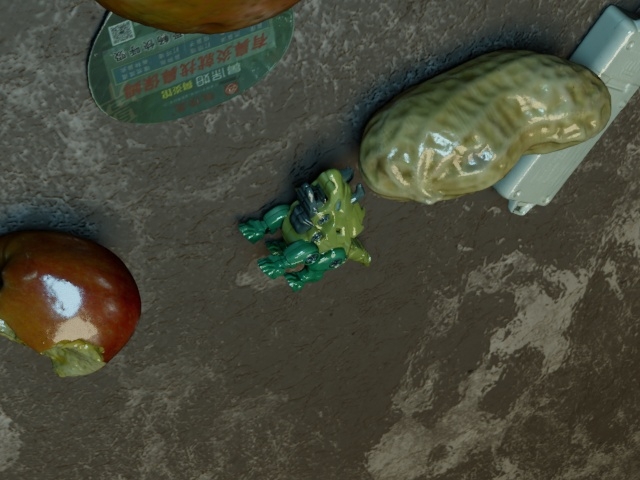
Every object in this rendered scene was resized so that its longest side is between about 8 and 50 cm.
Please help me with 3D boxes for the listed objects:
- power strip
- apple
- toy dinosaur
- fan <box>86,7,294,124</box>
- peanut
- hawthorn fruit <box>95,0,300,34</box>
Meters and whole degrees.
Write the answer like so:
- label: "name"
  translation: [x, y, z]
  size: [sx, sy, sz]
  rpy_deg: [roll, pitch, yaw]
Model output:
- label: "power strip"
  translation: [0.337, -0.175, 1.533]
  size: [0.098, 0.058, 0.338]
  rpy_deg: [8, 128, -41]
- label: "apple"
  translation: [-0.282, 0.059, 1.263]
  size: [0.147, 0.156, 0.158]
  rpy_deg: [-51, 131, -2]
- label: "toy dinosaur"
  translation: [0.000, 0.000, 1.464]
  size: [0.153, 0.094, 0.259]
  rpy_deg: [-30, 152, 1]
- label: "fan"
  translation: [-0.154, -0.214, 1.166]
  size: [0.223, 0.012, 0.294]
  rpy_deg: [-40, 143, 10]
- label: "peanut"
  translation: [0.197, -0.137, 1.394]
  size: [0.325, 0.153, 0.140]
  rpy_deg: [-17, 146, -10]
- label: "hawthorn fruit"
  translation: [-0.107, -0.278, 0.930]
  size: [0.277, 0.277, 0.298]
  rpy_deg: [0, 150, -37]
